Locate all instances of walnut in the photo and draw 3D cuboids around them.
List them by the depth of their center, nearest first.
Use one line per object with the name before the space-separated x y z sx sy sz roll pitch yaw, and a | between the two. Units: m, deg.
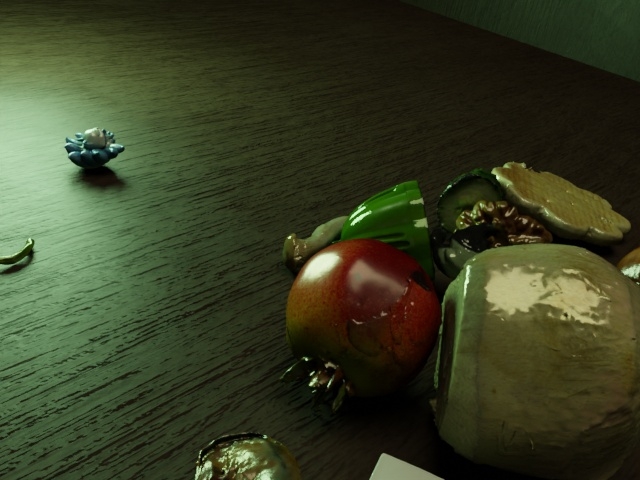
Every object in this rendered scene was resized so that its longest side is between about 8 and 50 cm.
walnut | 0.320 0.003 1.274 0.170 0.143 0.069 17 38 12

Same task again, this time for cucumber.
cucumber | 0.319 -0.086 1.464 0.134 0.134 0.244 18 17 12

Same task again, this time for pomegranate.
pomegranate | 0.047 0.111 0.938 0.210 0.210 0.235 26 60 25

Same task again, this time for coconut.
coconut | 0.274 0.145 0.870 0.254 0.297 0.297 9 29 3

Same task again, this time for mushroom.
mushroom | 0.002 -0.003 1.254 0.054 0.059 0.202 41 38 16

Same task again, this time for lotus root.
lotus root | 0.099 -0.001 1.210 0.186 0.186 0.186 8 29 -5

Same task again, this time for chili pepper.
chili pepper | -0.466 0.019 1.103 0.030 0.017 0.083 8 27 11

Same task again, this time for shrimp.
shrimp | -0.069 0.287 0.729 0.117 0.066 0.262 -9 18 -5

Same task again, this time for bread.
bread | 0.513 -0.078 1.540 0.315 0.054 0.316 18 27 -9

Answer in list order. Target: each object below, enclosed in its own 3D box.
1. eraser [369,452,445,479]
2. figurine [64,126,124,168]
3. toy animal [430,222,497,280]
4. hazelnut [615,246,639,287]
eraser | 0.038 0.333 0.664 0.076 0.078 0.298 20 31 15
figurine | -0.448 -0.179 1.388 0.114 0.079 0.114 13 32 -8
toy animal | 0.288 0.054 1.196 0.225 0.094 0.121 36 31 -14
hazelnut | 0.572 0.095 1.188 0.182 0.182 0.182 8 29 -5
